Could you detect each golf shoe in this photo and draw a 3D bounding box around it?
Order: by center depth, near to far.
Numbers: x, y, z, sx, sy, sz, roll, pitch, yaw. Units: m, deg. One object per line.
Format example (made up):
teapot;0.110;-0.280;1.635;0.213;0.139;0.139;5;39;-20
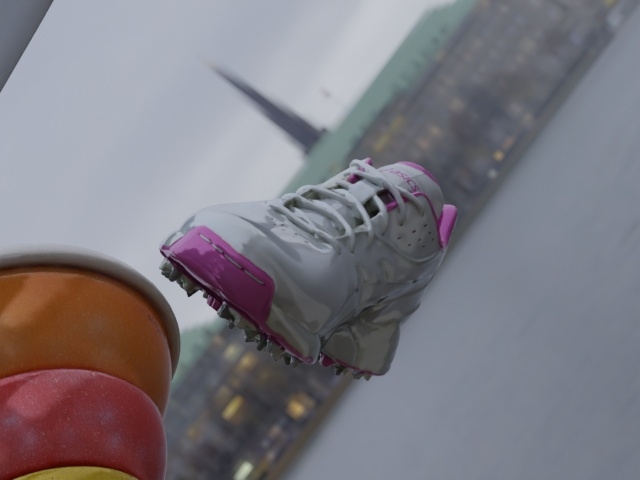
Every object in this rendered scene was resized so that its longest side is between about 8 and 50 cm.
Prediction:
golf shoe;0.000;0.000;1.153;0.140;0.115;0.306;-54;-15;4

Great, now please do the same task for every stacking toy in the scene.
stacking toy;-0.271;0.269;1.926;0.350;0.351;0.480;-55;37;32

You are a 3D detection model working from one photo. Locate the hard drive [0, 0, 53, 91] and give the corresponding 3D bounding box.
hard drive;-0.414;-0.161;1.773;0.353;0.233;0.047;-63;17;-19
